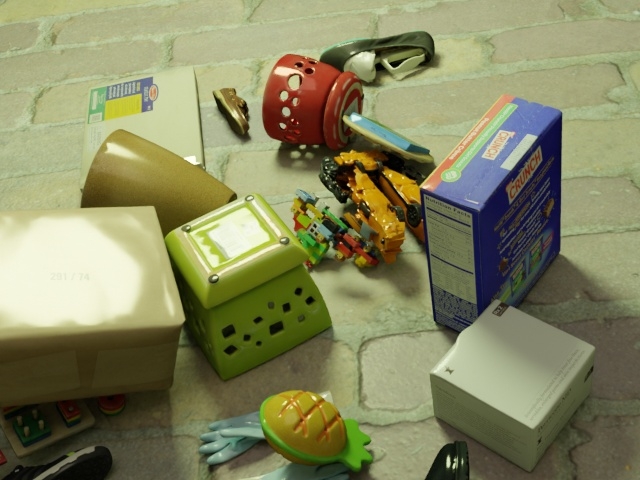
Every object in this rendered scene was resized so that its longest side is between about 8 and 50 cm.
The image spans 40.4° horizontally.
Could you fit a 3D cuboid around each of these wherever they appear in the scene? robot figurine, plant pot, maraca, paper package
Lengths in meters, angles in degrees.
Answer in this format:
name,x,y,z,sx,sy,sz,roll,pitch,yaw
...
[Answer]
name,x,y,z,sx,sy,sz,roll,pitch,yaw
robot figurine,0.117,-0.078,1.671,0.211,0.085,0.291,-8,39,-25
plant pot,-0.136,0.064,1.512,0.227,0.207,0.228,-26,46,-15
plant pot,-0.300,-0.071,1.701,0.254,0.237,0.237,16,48,5
maraca,-0.006,0.287,1.302,0.185,0.099,0.127,22,31,-13
plant pot,-0.010,-0.295,1.870,0.174,0.191,0.191,14,49,22
paper package,-0.412,0.097,1.427,0.324,0.168,0.310,-3,44,-22

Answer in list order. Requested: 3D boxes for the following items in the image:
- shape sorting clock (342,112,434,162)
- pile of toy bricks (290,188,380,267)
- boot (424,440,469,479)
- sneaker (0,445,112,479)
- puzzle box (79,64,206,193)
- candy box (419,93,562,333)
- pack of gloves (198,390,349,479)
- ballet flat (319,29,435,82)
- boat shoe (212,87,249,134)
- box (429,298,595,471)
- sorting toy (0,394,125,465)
name,x,y,z,sx,sy,sz,roll,pitch,yaw
shape sorting clock,0.138,-0.205,1.778,0.206,0.206,0.040,37,104,39
pile of toy bricks,0.000,0.000,1.641,0.212,0.118,0.105,42,103,30
boot,0.100,0.383,1.208,0.207,0.094,0.247,4,52,11
sneaker,-0.442,0.371,1.348,0.234,0.084,0.097,-29,45,-17
puzzle box,-0.409,-0.255,2.015,0.272,0.052,0.409,-12,43,0
candy box,0.289,-0.031,1.436,0.122,0.317,0.268,24,53,32
pack of gloves,-0.077,0.328,1.342,0.232,0.046,0.195,-15,43,-3
ballet flat,0.139,-0.432,2.054,0.280,0.095,0.096,-14,55,-2
boat shoe,-0.197,-0.307,2.014,0.060,0.064,0.178,-24,42,-10
box,0.291,0.216,1.323,0.182,0.119,0.181,27,56,34
sorting toy,-0.468,0.273,1.425,0.274,0.046,0.132,-22,53,-30
